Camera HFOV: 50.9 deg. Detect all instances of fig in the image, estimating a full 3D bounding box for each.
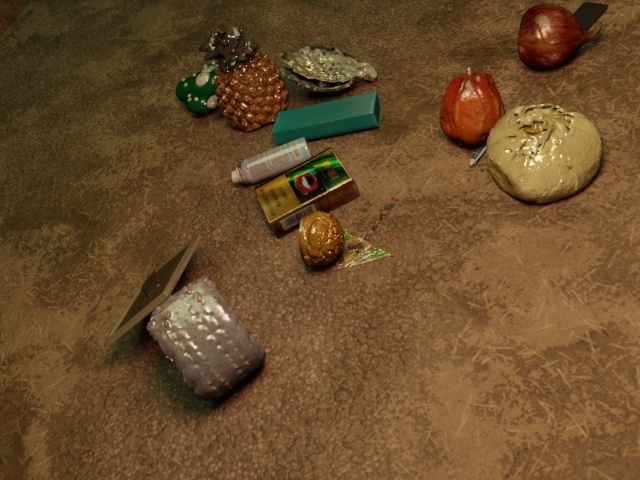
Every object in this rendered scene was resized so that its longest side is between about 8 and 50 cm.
[{"bbox_3d":[0.617,-0.526,1.735,0.207,0.175,0.175,11,54,14],"label":"fig"}]

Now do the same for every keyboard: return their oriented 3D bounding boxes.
[{"bbox_3d":[0.710,-0.594,1.847,0.074,0.015,0.196,28,66,36],"label":"keyboard"}]

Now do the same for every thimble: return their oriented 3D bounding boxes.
[{"bbox_3d":[-0.240,0.206,1.409,0.172,0.236,0.205,-36,21,-13],"label":"thimble"}]

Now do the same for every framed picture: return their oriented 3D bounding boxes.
[{"bbox_3d":[-0.392,0.109,1.592,0.211,0.020,0.289,-37,18,21],"label":"framed picture"}]

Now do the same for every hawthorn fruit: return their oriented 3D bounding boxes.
[{"bbox_3d":[0.368,-0.319,1.647,0.173,0.179,0.173,-4,73,13],"label":"hawthorn fruit"}]

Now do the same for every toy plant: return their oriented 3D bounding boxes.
[{"bbox_3d":[-0.359,-0.506,2.192,0.232,0.112,0.243,-48,42,-13],"label":"toy plant"}]

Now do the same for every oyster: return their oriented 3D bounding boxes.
[{"bbox_3d":[0.015,-0.508,1.976,0.267,0.112,0.198,-9,40,-29],"label":"oyster"}]

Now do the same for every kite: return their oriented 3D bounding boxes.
[{"bbox_3d":[0.118,-0.016,1.603,0.198,0.006,0.244,24,64,39],"label":"kite"}]

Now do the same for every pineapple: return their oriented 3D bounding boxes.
[{"bbox_3d":[-0.236,-0.503,1.960,0.223,0.357,0.223,-11,49,13],"label":"pineapple"}]

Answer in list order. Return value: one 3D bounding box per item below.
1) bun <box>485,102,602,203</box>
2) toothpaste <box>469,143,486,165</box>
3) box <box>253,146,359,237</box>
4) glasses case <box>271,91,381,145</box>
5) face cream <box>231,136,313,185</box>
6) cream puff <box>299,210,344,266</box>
[{"bbox_3d":[0.497,-0.217,1.510,0.259,0.152,0.259,-15,45,16],"label":"bun"},{"bbox_3d":[0.388,-0.211,1.648,0.027,0.019,0.083,4,46,48],"label":"toothpaste"},{"bbox_3d":[-0.039,-0.125,1.729,0.240,0.071,0.159,-28,42,-2],"label":"box"},{"bbox_3d":[0.019,-0.339,1.903,0.301,0.070,0.117,-9,41,20],"label":"glasses case"},{"bbox_3d":[-0.137,-0.212,1.850,0.229,0.075,0.075,-19,45,7],"label":"face cream"},{"bbox_3d":[0.004,-0.003,1.555,0.103,0.144,0.126,1,71,8],"label":"cream puff"}]
